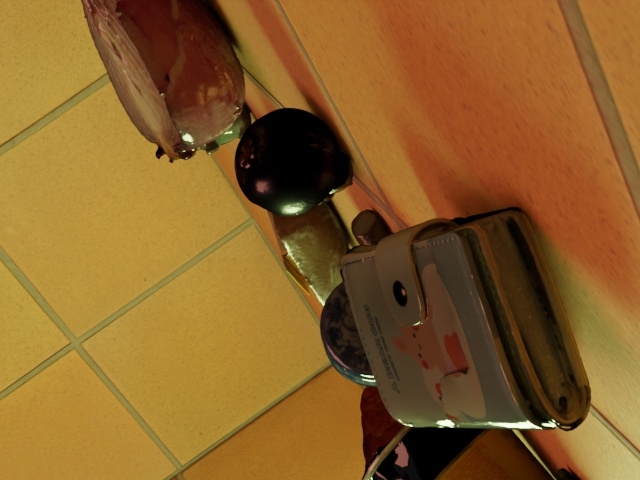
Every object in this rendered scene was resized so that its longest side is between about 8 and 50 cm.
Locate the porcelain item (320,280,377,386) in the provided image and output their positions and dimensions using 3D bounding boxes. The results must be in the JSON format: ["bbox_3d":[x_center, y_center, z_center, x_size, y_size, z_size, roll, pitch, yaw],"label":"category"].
[{"bbox_3d":[0.073,0.118,1.695,0.147,0.147,0.114,54,176,14],"label":"porcelain item"}]

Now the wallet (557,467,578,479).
[{"bbox_3d":[0.342,0.372,1.425,0.160,0.055,0.236,66,171,-30],"label":"wallet"}]

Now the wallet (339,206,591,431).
[{"bbox_3d":[0.107,0.069,1.026,0.250,0.075,0.176,-19,92,67],"label":"wallet"}]

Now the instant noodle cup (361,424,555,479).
[{"bbox_3d":[0.203,0.322,1.634,0.236,0.215,0.215,43,171,18],"label":"instant noodle cup"}]

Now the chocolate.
[{"bbox_3d":[0.001,-0.002,1.969,0.157,0.080,0.254,-106,-11,-45],"label":"chocolate"}]

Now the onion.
[{"bbox_3d":[-0.221,-0.290,1.761,0.267,0.159,0.348,19,138,62],"label":"onion"}]

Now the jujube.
[{"bbox_3d":[0.160,0.344,2.202,0.216,0.216,0.342,57,-174,-25],"label":"jujube"}]

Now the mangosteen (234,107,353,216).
[{"bbox_3d":[-0.025,-0.088,1.505,0.151,0.137,0.137,16,-159,-36],"label":"mangosteen"}]

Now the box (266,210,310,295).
[{"bbox_3d":[-0.058,-0.039,2.091,0.129,0.033,0.247,52,-163,-63],"label":"box"}]

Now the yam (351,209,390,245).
[{"bbox_3d":[0.074,0.009,1.578,0.094,0.043,0.043,56,175,-17],"label":"yam"}]

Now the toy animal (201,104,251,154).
[{"bbox_3d":[-0.211,-0.254,2.127,0.236,0.108,0.138,56,175,-4],"label":"toy animal"}]
